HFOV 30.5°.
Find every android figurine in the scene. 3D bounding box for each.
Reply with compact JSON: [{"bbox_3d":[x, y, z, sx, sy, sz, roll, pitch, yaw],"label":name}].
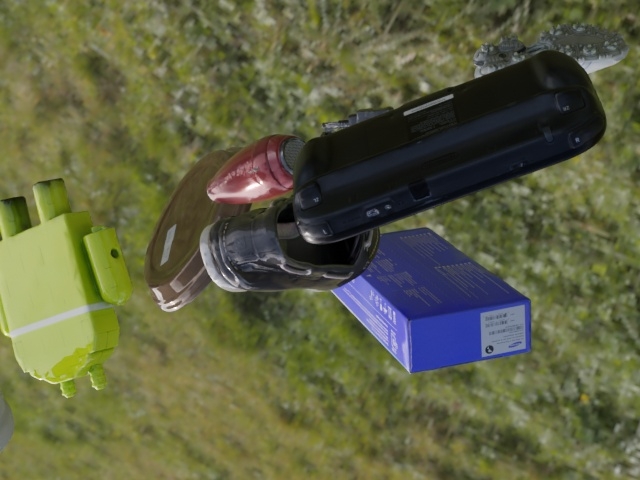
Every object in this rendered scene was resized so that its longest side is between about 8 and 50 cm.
[{"bbox_3d":[-0.339,0.066,1.505,0.248,0.056,0.273,-21,85,37],"label":"android figurine"}]

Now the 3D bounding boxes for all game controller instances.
[{"bbox_3d":[0.119,-0.095,1.168,0.319,0.166,0.067,-19,117,11],"label":"game controller"}]

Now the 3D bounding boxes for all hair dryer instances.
[{"bbox_3d":[-0.015,-0.096,1.553,0.293,0.080,0.223,-13,172,11],"label":"hair dryer"}]

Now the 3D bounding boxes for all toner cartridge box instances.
[{"bbox_3d":[0.133,0.070,1.579,0.348,0.165,0.075,-136,41,-67],"label":"toner cartridge box"}]

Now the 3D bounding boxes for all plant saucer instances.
[{"bbox_3d":[-0.190,-0.024,1.777,0.041,0.278,0.278,28,156,-26],"label":"plant saucer"}]

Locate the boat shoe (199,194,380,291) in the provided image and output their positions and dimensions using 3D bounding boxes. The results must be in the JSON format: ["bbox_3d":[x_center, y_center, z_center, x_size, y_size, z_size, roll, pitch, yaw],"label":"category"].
[{"bbox_3d":[0.000,0.000,1.334,0.095,0.112,0.335,-19,175,32],"label":"boat shoe"}]

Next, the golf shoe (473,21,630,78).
[{"bbox_3d":[0.264,-0.196,1.349,0.176,0.069,0.086,-8,134,4],"label":"golf shoe"}]

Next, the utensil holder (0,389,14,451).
[{"bbox_3d":[-0.701,0.177,1.863,0.327,0.327,0.385,4,116,39],"label":"utensil holder"}]
